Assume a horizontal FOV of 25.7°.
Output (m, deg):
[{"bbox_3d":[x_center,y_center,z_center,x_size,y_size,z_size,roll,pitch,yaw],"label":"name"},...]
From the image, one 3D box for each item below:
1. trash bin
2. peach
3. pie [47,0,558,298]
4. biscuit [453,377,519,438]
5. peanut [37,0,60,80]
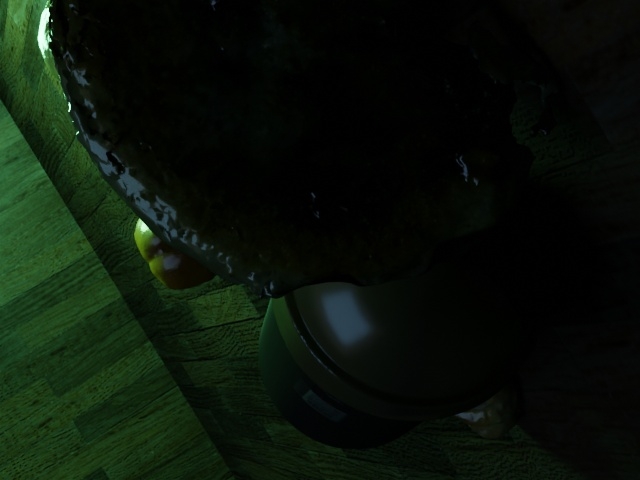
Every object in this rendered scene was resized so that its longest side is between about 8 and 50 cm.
[{"bbox_3d":[0.059,0.050,1.119,0.214,0.214,0.334,55,162,12],"label":"trash bin"},{"bbox_3d":[-0.192,-0.002,1.965,0.138,0.138,0.138,51,163,22],"label":"peach"},{"bbox_3d":[-0.028,-0.135,0.928,0.371,0.296,0.078,61,178,1],"label":"pie"},{"bbox_3d":[0.123,0.108,1.336,0.183,0.061,0.118,56,163,10],"label":"biscuit"},{"bbox_3d":[-0.248,-0.237,1.645,0.319,0.147,0.147,28,146,60],"label":"peanut"}]
